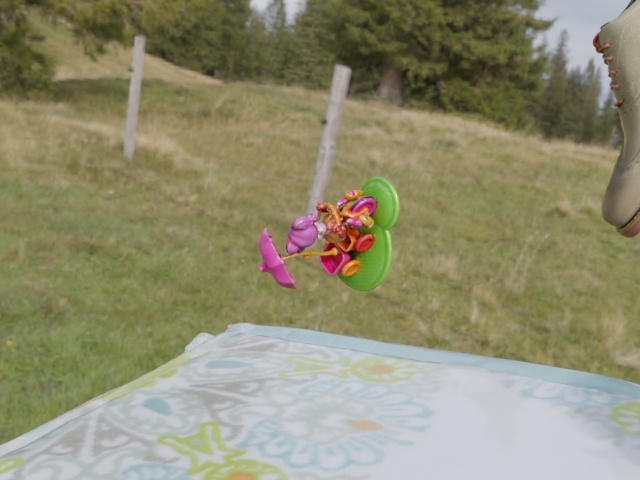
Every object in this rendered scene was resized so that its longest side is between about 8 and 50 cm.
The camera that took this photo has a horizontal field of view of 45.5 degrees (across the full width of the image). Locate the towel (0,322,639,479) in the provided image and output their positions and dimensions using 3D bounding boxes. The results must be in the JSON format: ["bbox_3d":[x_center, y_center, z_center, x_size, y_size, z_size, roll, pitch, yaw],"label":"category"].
[{"bbox_3d":[0.007,0.144,0.384,0.374,0.090,0.320,5,15,29],"label":"towel"}]

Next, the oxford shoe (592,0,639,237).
[{"bbox_3d":[0.352,-0.179,0.831,0.130,0.348,0.123,16,4,4],"label":"oxford shoe"}]

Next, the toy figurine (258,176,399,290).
[{"bbox_3d":[0.000,0.000,0.965,0.159,0.173,0.130,-10,52,-39],"label":"toy figurine"}]
